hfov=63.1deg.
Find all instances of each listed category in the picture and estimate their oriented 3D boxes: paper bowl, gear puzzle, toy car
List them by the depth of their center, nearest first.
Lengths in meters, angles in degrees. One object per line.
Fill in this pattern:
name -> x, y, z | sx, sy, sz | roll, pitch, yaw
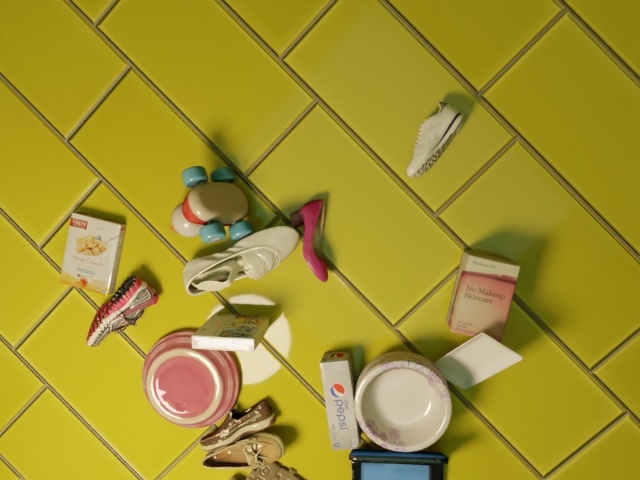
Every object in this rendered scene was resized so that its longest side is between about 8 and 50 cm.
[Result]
paper bowl -> 0.247, 0.475, 1.579 | 0.284, 0.148, 0.284 | 1, 96, 6
toy car -> -0.362, -0.079, 1.597 | 0.238, 0.210, 0.219 | -27, 79, 37
gear puzzle -> -0.093, 0.847, 1.677 | 0.339, 0.175, 0.044 | 31, 141, 4

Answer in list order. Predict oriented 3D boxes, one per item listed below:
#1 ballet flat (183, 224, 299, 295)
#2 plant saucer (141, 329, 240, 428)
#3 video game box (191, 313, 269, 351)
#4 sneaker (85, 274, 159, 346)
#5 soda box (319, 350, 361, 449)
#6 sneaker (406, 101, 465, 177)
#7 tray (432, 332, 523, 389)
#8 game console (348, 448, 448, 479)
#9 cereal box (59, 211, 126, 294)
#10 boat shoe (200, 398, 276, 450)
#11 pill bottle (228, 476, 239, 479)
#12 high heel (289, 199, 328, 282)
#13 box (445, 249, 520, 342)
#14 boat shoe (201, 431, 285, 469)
ballet flat -> -0.242, 0.078, 1.575 | 0.400, 0.139, 0.139 | -20, 94, 17
plant saucer -> -0.429, 0.459, 1.690 | 0.332, 0.084, 0.332 | 1, 97, 6
video game box -> -0.267, 0.278, 1.590 | 0.187, 0.205, 0.048 | 0, 100, 7
sneaker -> -0.648, 0.249, 1.681 | 0.299, 0.121, 0.112 | -42, 121, 17
soda box -> 0.065, 0.497, 1.628 | 0.091, 0.098, 0.286 | -7, 95, 9
sneaker -> 0.318, -0.290, 1.523 | 0.095, 0.090, 0.235 | 39, 96, 14
tray -> 0.448, 0.350, 1.529 | 0.145, 0.030, 0.270 | 32, 138, -5
game console -> 0.238, 0.737, 1.602 | 0.293, 0.250, 0.173 | -1, 71, 7
cereal box -> -0.741, 0.042, 1.696 | 0.173, 0.047, 0.240 | 13, 98, 5
boat shoe -> -0.276, 0.588, 1.687 | 0.257, 0.095, 0.095 | -23, 92, -3
pill bottle -> -0.233, 0.876, 1.697 | 0.208, 0.117, 0.117 | 32, 99, 2
high heel -> 0.000, 0.000, 1.588 | 0.117, 0.082, 0.244 | -24, 80, 19
box -> 0.471, 0.159, 1.526 | 0.149, 0.127, 0.232 | 12, 98, 6
boat shoe -> -0.244, 0.685, 1.659 | 0.285, 0.089, 0.104 | -20, 90, 24
